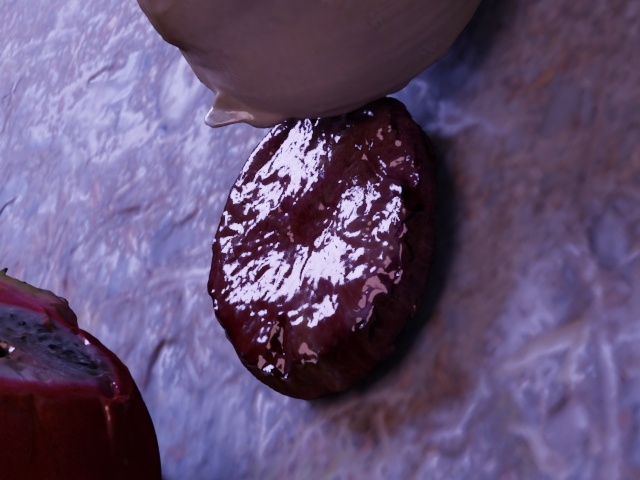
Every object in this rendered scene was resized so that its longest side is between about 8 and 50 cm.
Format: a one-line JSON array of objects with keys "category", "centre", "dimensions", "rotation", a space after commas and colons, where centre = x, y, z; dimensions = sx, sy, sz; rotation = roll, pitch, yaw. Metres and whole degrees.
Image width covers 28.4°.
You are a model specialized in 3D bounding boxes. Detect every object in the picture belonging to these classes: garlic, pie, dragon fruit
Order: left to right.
[{"category": "dragon fruit", "centre": [-0.183, 0.135, 0.596], "dimensions": [0.224, 0.224, 0.227], "rotation": [28, 99, 52]}, {"category": "garlic", "centre": [-0.024, -0.205, 0.620], "dimensions": [0.203, 0.185, 0.281], "rotation": [-28, 38, -1]}, {"category": "pie", "centre": [0.000, 0.000, 0.598], "dimensions": [0.154, 0.036, 0.154], "rotation": [-26, 53, 39]}]
